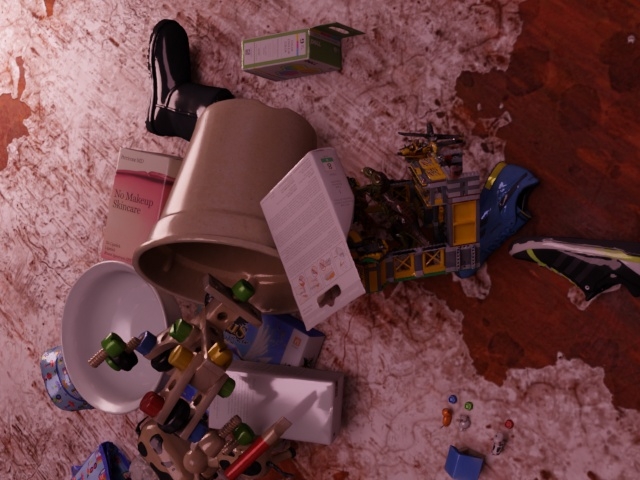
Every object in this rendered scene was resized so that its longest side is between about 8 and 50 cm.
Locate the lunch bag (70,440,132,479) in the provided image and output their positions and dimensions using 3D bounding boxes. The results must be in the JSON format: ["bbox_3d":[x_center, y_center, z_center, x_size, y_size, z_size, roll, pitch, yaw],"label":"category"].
[{"bbox_3d":[-0.455,0.585,1.991,0.221,0.138,0.293,-53,50,21],"label":"lunch bag"}]

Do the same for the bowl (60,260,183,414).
[{"bbox_3d":[-0.366,0.186,1.875,0.298,0.134,0.297,0,91,34],"label":"bowl"}]

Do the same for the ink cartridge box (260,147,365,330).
[{"bbox_3d":[0.000,0.000,1.426,0.181,0.056,0.224,-40,69,53],"label":"ink cartridge box"}]

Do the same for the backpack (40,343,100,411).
[{"bbox_3d":[-0.488,0.274,1.981,0.117,0.173,0.158,-29,71,29],"label":"backpack"}]

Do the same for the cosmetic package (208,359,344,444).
[{"bbox_3d":[-0.078,0.285,1.694,0.231,0.085,0.117,6,97,14],"label":"cosmetic package"}]

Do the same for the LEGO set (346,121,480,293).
[{"bbox_3d":[0.120,-0.082,1.492,0.255,0.331,0.192,-5,120,1],"label":"LEGO set"}]

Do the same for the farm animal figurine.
[{"bbox_3d":[-0.227,0.437,1.753,0.327,0.172,0.330,39,123,26],"label":"farm animal figurine"}]

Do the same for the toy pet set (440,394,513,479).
[{"bbox_3d":[0.238,0.330,1.561,0.122,0.065,0.114,19,98,33],"label":"toy pet set"}]

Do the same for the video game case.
[{"bbox_3d":[-0.146,0.234,1.824,0.270,0.061,0.244,26,101,32],"label":"video game case"}]

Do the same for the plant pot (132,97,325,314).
[{"bbox_3d":[-0.136,-0.068,1.683,0.334,0.334,0.305,-8,61,33],"label":"plant pot"}]

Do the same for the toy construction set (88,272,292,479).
[{"bbox_3d":[-0.164,0.204,1.565,0.237,0.257,0.309,-43,90,6],"label":"toy construction set"}]

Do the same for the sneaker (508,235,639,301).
[{"bbox_3d":[0.397,0.044,1.459,0.235,0.084,0.097,5,91,34],"label":"sneaker"}]

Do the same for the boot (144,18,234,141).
[{"bbox_3d":[-0.251,-0.310,1.898,0.207,0.094,0.246,16,103,37],"label":"boot"}]

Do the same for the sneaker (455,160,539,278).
[{"bbox_3d":[0.286,-0.023,1.546,0.082,0.069,0.209,30,104,27],"label":"sneaker"}]

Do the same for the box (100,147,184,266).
[{"bbox_3d":[-0.334,-0.060,1.923,0.149,0.127,0.232,13,95,34],"label":"box"}]

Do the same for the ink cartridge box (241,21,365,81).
[{"bbox_3d":[-0.032,-0.345,1.747,0.209,0.109,0.062,-4,86,33],"label":"ink cartridge box"}]
